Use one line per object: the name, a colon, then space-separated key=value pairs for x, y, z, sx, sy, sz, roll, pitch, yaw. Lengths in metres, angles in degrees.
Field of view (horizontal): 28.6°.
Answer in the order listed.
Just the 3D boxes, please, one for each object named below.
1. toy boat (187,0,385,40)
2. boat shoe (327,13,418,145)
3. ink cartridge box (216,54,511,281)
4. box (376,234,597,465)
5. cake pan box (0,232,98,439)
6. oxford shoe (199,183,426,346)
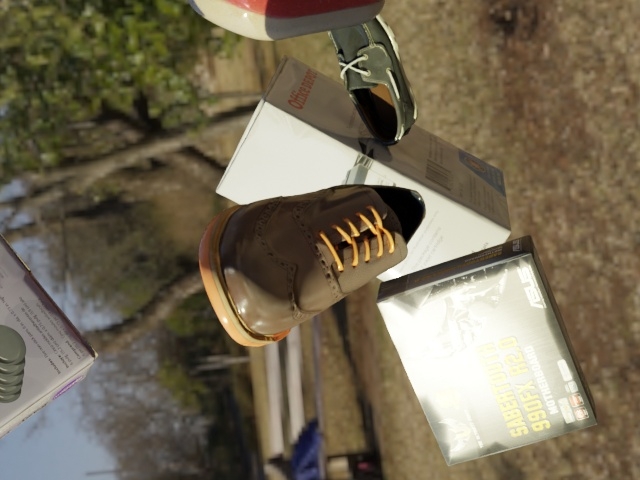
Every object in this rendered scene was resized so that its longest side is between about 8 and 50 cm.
toy boat: x=-0.036 y=-0.309 z=1.355 sx=0.151 sy=0.231 sz=0.151 roll=38 pitch=134 yaw=45
boat shoe: x=0.063 y=-0.241 z=1.735 sx=0.079 sy=0.084 sz=0.233 roll=-51 pitch=-59 yaw=-46
ink cartridge box: x=0.070 y=-0.089 z=1.868 sx=0.166 sy=0.395 sz=0.285 roll=-60 pitch=5 yaw=21
box: x=0.189 y=0.127 z=1.416 sx=0.056 sy=0.183 sz=0.231 roll=-74 pitch=-37 yaw=-65
cake pan box: x=-0.364 y=0.073 z=1.040 sx=0.267 sy=0.246 sz=0.070 roll=49 pitch=149 yaw=4
oxford shoe: x=0.000 y=0.000 z=1.189 sx=0.130 sy=0.132 sz=0.363 roll=66 pitch=-156 yaw=-5
